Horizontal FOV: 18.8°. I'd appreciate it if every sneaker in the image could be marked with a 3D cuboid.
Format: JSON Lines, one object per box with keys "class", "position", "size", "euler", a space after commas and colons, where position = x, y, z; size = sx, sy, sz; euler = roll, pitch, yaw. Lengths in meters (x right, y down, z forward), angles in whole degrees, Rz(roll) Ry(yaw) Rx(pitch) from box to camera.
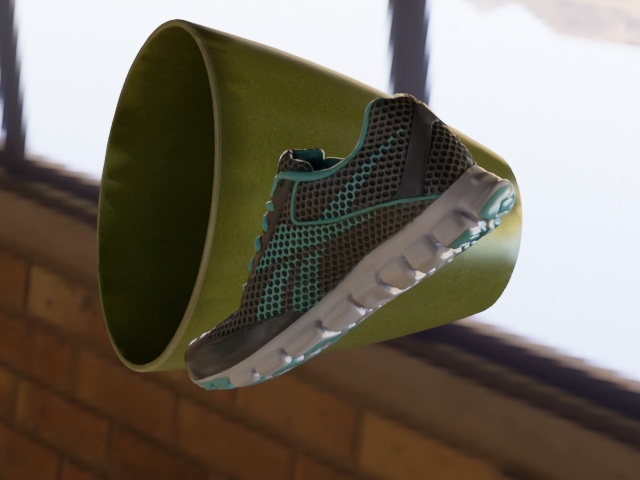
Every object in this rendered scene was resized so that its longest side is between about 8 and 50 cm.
{"class": "sneaker", "position": [0.000, 0.000, 0.797], "size": [0.076, 0.166, 0.065], "euler": [56, -155, 5]}

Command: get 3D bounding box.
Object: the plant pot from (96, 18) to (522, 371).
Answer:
{"class": "plant pot", "position": [0.003, -0.021, 1.549], "size": [0.293, 0.275, 0.275], "euler": [6, -168, -23]}
